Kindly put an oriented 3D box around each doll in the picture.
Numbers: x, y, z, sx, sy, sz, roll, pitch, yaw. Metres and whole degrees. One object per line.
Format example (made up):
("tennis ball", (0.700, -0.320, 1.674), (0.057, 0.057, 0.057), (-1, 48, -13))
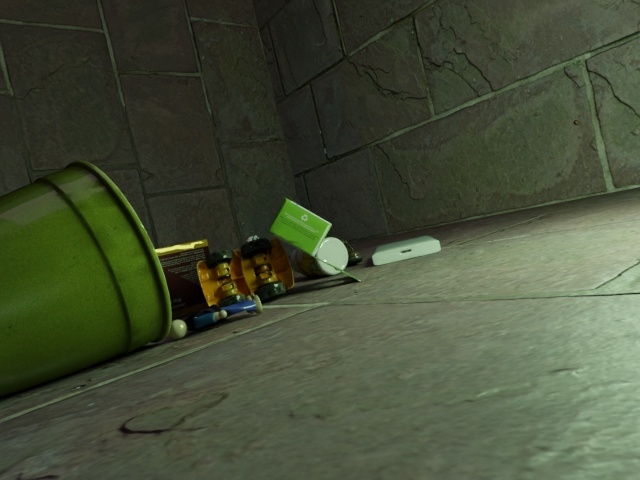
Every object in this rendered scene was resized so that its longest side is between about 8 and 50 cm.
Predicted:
("doll", (-0.213, 0.152, 0.940), (0.189, 0.046, 0.129), (-14, 0, -34))

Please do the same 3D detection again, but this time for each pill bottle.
("pill bottle", (-0.013, 0.058, 1.505), (0.117, 0.118, 0.208), (-14, 2, -31))

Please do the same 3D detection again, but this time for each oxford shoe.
("oxford shoe", (0.080, 0.045, 1.651), (0.083, 0.096, 0.227), (-12, 2, -19))

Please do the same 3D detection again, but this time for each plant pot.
("plant pot", (-0.504, 0.095, 0.772), (0.353, 0.366, 0.366), (-30, 11, -39))

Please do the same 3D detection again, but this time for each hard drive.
("hard drive", (0.276, 0.029, 1.543), (0.203, 0.040, 0.307), (-13, 2, 9))

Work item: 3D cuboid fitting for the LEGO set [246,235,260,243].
("LEGO set", (-0.274, 0.119, 1.756), (0.107, 0.132, 0.287), (-24, 29, 30))

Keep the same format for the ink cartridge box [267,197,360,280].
("ink cartridge box", (0.000, 0.000, 1.212), (0.255, 0.097, 0.189), (28, -2, -3))

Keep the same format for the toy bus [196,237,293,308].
("toy bus", (-0.199, 0.103, 1.218), (0.220, 0.149, 0.211), (-16, -11, -17))

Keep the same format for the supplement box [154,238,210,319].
("supplement box", (-0.412, 0.115, 1.320), (0.191, 0.194, 0.129), (-14, 1, -43))
